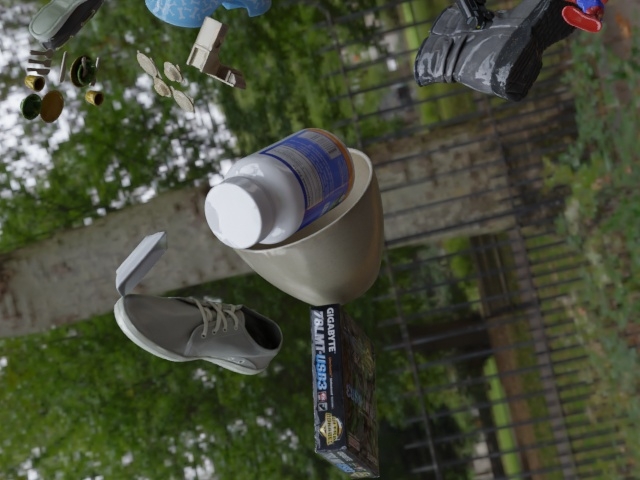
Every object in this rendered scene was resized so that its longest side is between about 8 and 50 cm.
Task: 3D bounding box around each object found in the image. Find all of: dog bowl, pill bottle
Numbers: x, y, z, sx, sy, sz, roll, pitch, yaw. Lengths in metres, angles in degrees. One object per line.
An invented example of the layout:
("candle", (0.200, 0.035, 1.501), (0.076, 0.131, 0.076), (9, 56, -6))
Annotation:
("dog bowl", (-0.237, -0.555, 2.111), (0.166, 0.297, 0.074), (50, 142, 29))
("pill bottle", (-0.069, -0.084, 1.618), (0.272, 0.152, 0.152), (-35, -65, -51))

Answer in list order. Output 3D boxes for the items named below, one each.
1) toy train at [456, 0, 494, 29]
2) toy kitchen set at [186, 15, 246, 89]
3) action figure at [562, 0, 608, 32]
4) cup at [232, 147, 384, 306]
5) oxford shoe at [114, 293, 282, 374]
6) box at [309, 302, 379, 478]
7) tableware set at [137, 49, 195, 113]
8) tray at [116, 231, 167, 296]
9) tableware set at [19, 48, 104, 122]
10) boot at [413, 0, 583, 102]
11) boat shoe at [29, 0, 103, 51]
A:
("toy train", (0.156, -0.313, 1.137), (0.158, 0.036, 0.027), (66, 155, 19))
("toy kitchen set", (-0.127, -0.261, 1.366), (0.083, 0.068, 0.075), (7, -69, -57))
("action figure", (0.318, -0.342, 1.207), (0.139, 0.091, 0.280), (36, -154, 5))
("cup", (0.000, 0.000, 2.000), (0.331, 0.331, 0.237), (-92, -23, -57))
("oxford shoe", (-0.252, 0.185, 2.104), (0.449, 0.130, 0.169), (22, -145, -44))
("box", (0.053, 0.312, 1.962), (0.295, 0.073, 0.293), (55, -151, -61))
("tableware set", (-0.353, -0.365, 2.218), (0.169, 0.020, 0.141), (29, 154, 32))
("tray", (-0.368, 0.047, 1.961), (0.030, 0.145, 0.270), (41, 169, -2))
("tableware set", (-0.360, -0.213, 1.361), (0.154, 0.024, 0.104), (-11, -61, -63))
("boot", (0.321, -0.398, 1.724), (0.338, 0.223, 0.118), (-50, -42, -22))
("boat shoe", (-0.499, -0.484, 1.982), (0.081, 0.227, 0.068), (37, 167, 25))
